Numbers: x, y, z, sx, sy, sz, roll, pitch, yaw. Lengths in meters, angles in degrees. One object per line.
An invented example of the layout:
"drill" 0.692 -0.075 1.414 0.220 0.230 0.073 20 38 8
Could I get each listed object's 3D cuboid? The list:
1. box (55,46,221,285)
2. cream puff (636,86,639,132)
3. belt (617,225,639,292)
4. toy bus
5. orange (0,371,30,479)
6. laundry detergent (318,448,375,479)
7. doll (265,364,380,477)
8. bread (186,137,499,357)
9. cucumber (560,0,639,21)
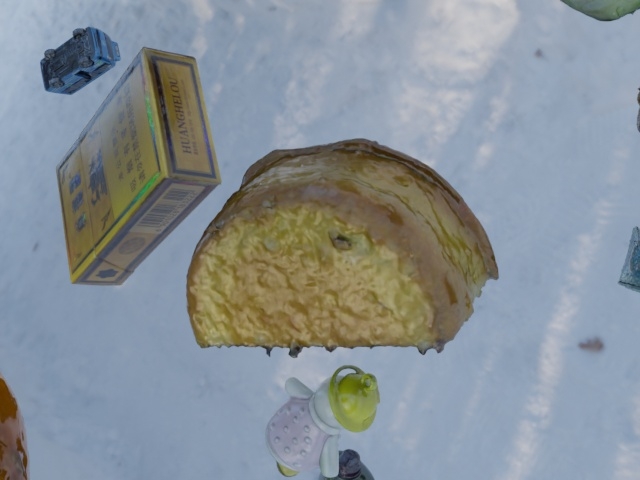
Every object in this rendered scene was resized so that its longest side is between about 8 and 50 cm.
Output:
"box" -0.252 -0.088 1.266 0.301 0.084 0.193 -39 56 44
"cream puff" 0.569 -0.189 1.360 0.269 0.241 0.155 -72 -2 -53
"belt" 0.381 0.039 0.950 0.147 0.163 0.082 -152 76 -79
"toy bus" -0.244 -0.181 0.962 0.083 0.046 0.038 -24 72 32
"orange" -0.311 0.159 0.591 0.261 0.261 0.261 -35 39 35
"laundry detergent" 0.054 0.430 1.626 0.144 0.078 0.222 47 151 27
"doll" 0.000 0.208 1.103 0.207 0.081 0.129 -45 59 39
"bread" 0.000 0.000 0.993 0.340 0.179 0.194 -2 26 24
"cucumber" 0.253 -0.310 0.912 0.134 0.134 0.244 -46 22 22
